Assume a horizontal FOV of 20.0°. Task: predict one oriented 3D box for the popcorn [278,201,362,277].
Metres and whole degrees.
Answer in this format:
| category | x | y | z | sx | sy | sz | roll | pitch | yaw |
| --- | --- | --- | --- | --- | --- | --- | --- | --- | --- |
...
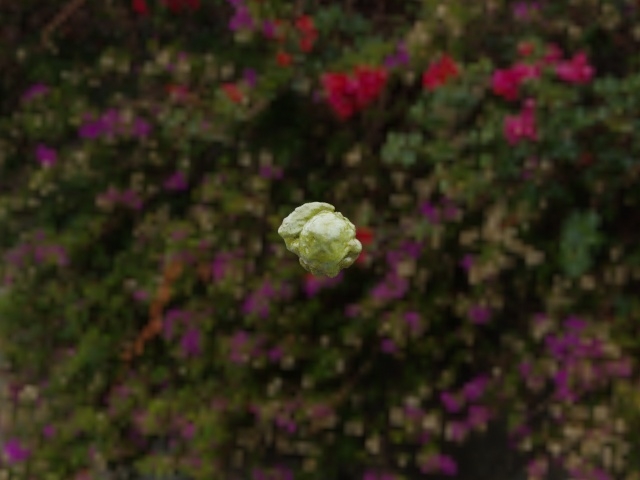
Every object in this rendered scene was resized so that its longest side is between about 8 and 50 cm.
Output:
| category | x | y | z | sx | sy | sz | roll | pitch | yaw |
| --- | --- | --- | --- | --- | --- | --- | --- | --- | --- |
| popcorn | 0.001 | -0.003 | 1.683 | 0.083 | 0.059 | 0.068 | 33 | -15 | 24 |
